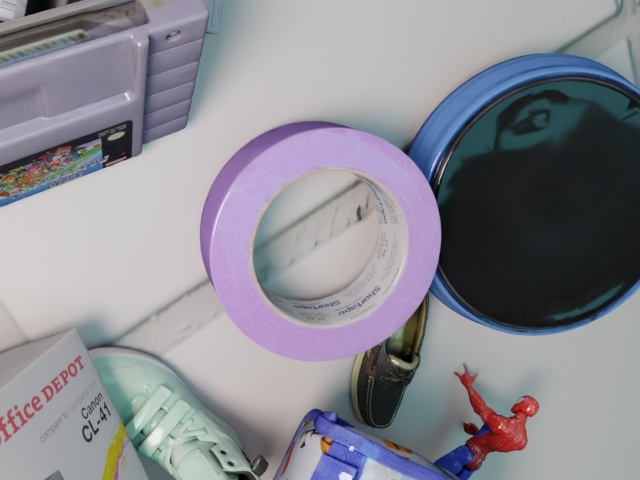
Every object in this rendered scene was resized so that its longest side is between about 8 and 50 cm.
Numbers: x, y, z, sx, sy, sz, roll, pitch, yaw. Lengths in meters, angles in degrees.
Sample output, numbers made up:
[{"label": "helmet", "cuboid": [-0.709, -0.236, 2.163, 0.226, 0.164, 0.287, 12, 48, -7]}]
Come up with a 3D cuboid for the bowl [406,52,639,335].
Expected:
[{"label": "bowl", "cuboid": [0.303, -0.050, 0.933, 0.391, 0.077, 0.391, -3, 108, -8]}]

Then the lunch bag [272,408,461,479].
[{"label": "lunch bag", "cuboid": [0.028, 0.385, 0.792, 0.327, 0.239, 0.385, -65, 149, -11]}]

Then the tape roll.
[{"label": "tape roll", "cuboid": [0.000, 0.000, 0.817, 0.275, 0.090, 0.274, -4, 105, -17]}]

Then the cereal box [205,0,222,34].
[{"label": "cereal box", "cuboid": [-0.153, -0.293, 0.631, 0.047, 0.240, 0.173, 9, 100, 15]}]

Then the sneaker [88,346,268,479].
[{"label": "sneaker", "cuboid": [-0.163, 0.215, 0.771, 0.256, 0.151, 0.094, 41, 82, -28]}]

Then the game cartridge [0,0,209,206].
[{"label": "game cartridge", "cuboid": [-0.274, -0.098, 0.599, 0.355, 0.230, 0.068, -25, 78, -21]}]

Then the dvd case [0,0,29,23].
[{"label": "dvd case", "cuboid": [-0.323, -0.277, 0.494, 0.239, 0.029, 0.179, 11, 96, -31]}]

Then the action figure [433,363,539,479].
[{"label": "action figure", "cuboid": [0.199, 0.305, 1.039, 0.280, 0.139, 0.091, -41, 123, 11]}]

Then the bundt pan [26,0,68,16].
[{"label": "bundt pan", "cuboid": [-0.365, -0.284, 0.558, 0.331, 0.124, 0.330, -7, 105, -27]}]

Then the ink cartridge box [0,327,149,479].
[{"label": "ink cartridge box", "cuboid": [-0.261, 0.269, 0.640, 0.131, 0.226, 0.306, -18, 101, 10]}]

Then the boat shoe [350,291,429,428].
[{"label": "boat shoe", "cuboid": [0.099, 0.159, 0.947, 0.080, 0.073, 0.223, 7, 98, -30]}]
